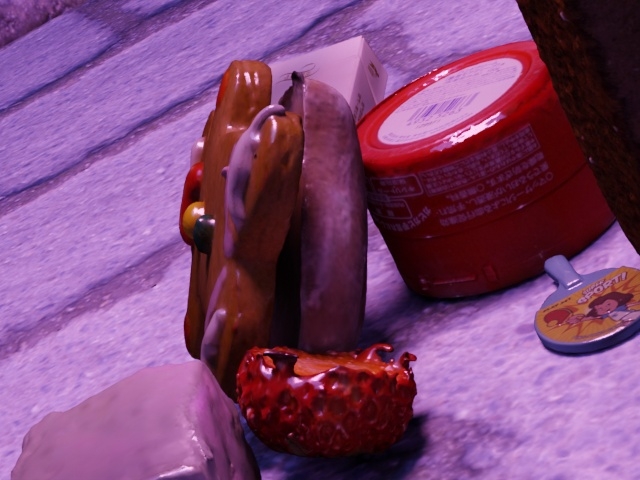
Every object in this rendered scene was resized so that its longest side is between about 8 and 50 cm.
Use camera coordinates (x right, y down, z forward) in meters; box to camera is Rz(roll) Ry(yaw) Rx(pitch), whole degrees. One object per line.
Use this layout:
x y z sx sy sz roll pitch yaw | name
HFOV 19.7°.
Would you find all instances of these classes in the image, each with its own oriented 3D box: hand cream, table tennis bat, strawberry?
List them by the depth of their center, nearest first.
0.005 0.122 1.409 0.145 0.086 0.145 0 -3 0 | strawberry
0.212 0.046 1.467 0.100 0.019 0.155 -28 23 0 | table tennis bat
0.143 -0.066 1.633 0.230 0.149 0.230 -25 22 11 | hand cream

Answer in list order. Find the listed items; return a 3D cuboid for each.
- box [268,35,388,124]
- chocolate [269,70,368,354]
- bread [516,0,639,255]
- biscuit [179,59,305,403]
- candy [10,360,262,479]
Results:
-0.022 -0.099 1.940 0.155 0.067 0.243 -14 40 26 | box
0.001 -0.001 1.565 0.083 0.261 0.161 4 -14 -14 | chocolate
0.225 -0.158 1.371 0.113 0.416 0.165 -31 22 -6 | bread
-0.092 -0.019 1.635 0.064 0.283 0.432 7 14 -11 | biscuit
-0.140 0.202 1.359 0.185 0.137 0.195 -23 23 9 | candy
